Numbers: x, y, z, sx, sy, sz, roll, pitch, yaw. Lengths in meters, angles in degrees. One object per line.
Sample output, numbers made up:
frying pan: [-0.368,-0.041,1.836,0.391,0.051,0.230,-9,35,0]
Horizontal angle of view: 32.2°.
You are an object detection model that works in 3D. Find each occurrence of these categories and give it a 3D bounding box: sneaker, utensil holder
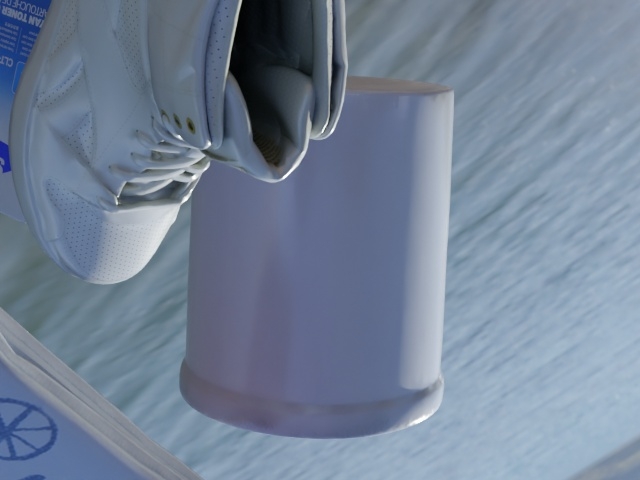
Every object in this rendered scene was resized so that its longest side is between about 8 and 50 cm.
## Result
sneaker: [-0.079,-0.058,0.577,0.108,0.169,0.293,-10,133,-33]
utensil holder: [0.000,0.000,1.335,0.327,0.386,0.327,3,-168,-1]

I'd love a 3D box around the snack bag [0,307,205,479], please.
snack bag: [-0.235,0.074,0.369,0.323,0.037,0.342,-26,125,20]

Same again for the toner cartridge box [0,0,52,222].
toner cartridge box: [-0.311,-0.148,0.857,0.075,0.347,0.165,-11,119,-61]
